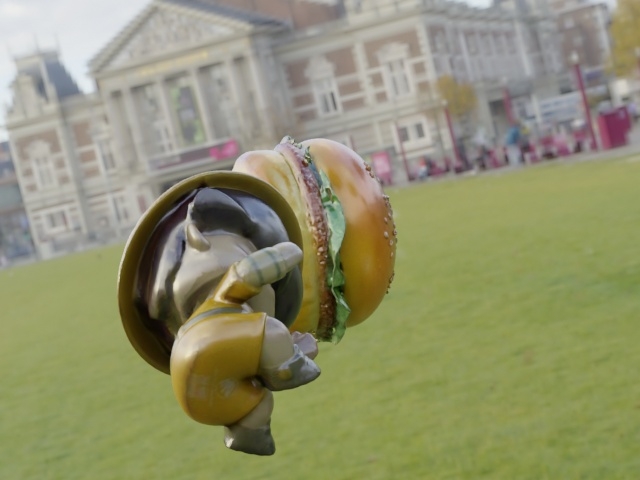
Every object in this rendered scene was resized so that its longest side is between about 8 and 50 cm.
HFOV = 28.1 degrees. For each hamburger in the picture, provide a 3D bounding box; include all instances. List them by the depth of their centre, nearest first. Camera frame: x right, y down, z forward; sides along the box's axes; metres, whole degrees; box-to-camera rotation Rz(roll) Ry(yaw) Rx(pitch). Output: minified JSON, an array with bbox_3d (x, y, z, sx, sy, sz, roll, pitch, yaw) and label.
[{"bbox_3d":[-0.001,0.000,1.448,0.170,0.246,0.246,-14,3,-16],"label":"hamburger"}]

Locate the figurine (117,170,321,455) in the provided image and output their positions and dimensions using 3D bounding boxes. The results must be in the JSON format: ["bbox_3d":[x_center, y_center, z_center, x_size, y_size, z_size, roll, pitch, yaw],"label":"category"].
[{"bbox_3d":[-0.088,0.051,1.082,0.167,0.192,0.257,3,23,-8],"label":"figurine"}]
